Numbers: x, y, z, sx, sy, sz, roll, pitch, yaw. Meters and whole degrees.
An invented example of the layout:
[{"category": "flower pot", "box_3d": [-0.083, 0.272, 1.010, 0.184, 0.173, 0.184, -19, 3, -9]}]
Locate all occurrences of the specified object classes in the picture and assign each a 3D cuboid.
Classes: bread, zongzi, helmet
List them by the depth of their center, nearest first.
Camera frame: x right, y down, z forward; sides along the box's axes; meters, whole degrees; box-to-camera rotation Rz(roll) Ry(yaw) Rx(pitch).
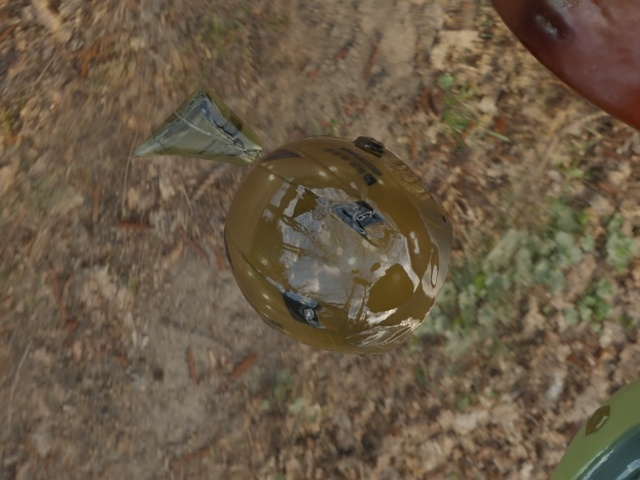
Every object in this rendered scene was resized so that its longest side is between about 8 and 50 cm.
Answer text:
[{"category": "zongzi", "box_3d": [-0.096, -0.071, 1.036, 0.083, 0.040, 0.076, -45, 109, 3]}, {"category": "bread", "box_3d": [0.280, -0.208, 1.077, 0.328, 0.295, 0.114, 6, 139, -37]}, {"category": "helmet", "box_3d": [0.000, 0.000, 1.146, 0.224, 0.130, 0.198, 36, 99, 22]}]

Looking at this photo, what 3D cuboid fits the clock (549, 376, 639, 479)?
[{"category": "clock", "box_3d": [0.248, 0.242, 0.947, 0.117, 0.286, 0.348, 36, 61, -6]}]
